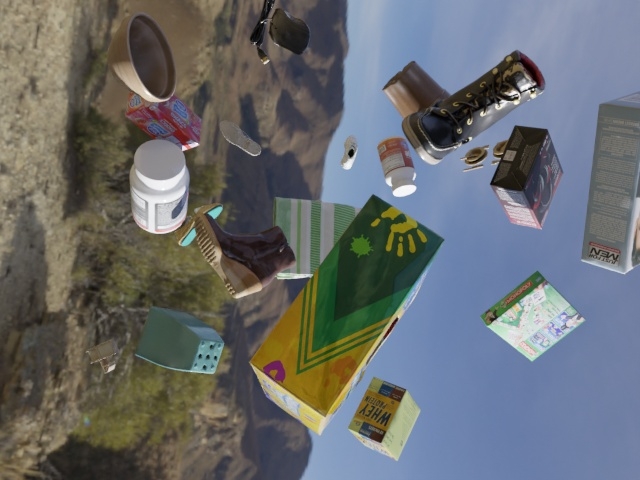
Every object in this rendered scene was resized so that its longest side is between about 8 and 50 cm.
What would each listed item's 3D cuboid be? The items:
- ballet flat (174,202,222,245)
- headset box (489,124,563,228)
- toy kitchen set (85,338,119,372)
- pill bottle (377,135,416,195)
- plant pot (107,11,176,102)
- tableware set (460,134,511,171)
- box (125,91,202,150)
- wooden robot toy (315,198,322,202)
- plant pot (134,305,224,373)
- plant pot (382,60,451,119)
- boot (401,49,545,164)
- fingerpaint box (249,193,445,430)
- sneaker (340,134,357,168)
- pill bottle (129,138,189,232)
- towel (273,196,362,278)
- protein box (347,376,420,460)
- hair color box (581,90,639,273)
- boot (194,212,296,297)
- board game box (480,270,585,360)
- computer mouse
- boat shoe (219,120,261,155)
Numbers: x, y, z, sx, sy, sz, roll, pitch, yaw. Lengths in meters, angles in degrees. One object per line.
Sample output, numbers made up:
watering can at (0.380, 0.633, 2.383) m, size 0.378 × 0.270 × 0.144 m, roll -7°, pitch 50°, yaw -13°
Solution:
ballet flat at (-0.454, -0.076, 2.333) m, size 0.232 × 0.073 × 0.080 m, roll -42°, pitch 159°, yaw 18°
headset box at (0.655, -0.187, 2.002) m, size 0.293 × 0.110 × 0.218 m, roll 42°, pitch 69°, yaw -50°
toy kitchen set at (-0.482, 0.265, 1.490) m, size 0.068 × 0.075 × 0.083 m, roll 67°, pitch 19°, yaw 0°
pill bottle at (0.300, -0.287, 2.477) m, size 0.121 × 0.121 × 0.216 m, roll 117°, pitch -36°, yaw -64°
plant pot at (-0.501, -0.489, 1.745) m, size 0.237 × 0.110 × 0.237 m, roll -8°, pitch 90°, yaw -72°
tableware set at (0.597, -0.318, 2.266) m, size 0.194 × 0.039 × 0.128 m, roll -11°, pitch -142°, yaw 36°
box at (-0.546, -0.432, 2.249) m, size 0.257 × 0.128 × 0.122 m, roll 42°, pitch 41°, yaw -51°
wooden robot toy at (0.048, -0.121, 2.863) m, size 0.173 × 0.079 × 0.076 m, roll 48°, pitch -33°, yaw 31°
plant pot at (-0.429, 0.328, 2.021) m, size 0.234 × 0.165 × 0.165 m, roll 15°, pitch -94°, yaw 38°
plant pot at (0.281, -0.426, 1.882) m, size 0.167 × 0.165 × 0.167 m, roll -42°, pitch -169°, yaw 10°
boot at (0.370, -0.319, 1.523) m, size 0.284 × 0.138 × 0.377 m, roll -34°, pitch 175°, yaw 32°
fingerpaint box at (0.048, 0.174, 1.258) m, size 0.371 × 0.163 × 0.445 m, roll -53°, pitch 169°, yaw -18°
sneaker at (0.115, -0.333, 2.343) m, size 0.061 × 0.054 × 0.152 m, roll 123°, pitch -18°, yaw -54°
pill bottle at (-0.587, -0.194, 2.334) m, size 0.363 × 0.210 × 0.210 m, roll 117°, pitch -17°, yaw -60°
towel at (0.000, 0.000, 2.011) m, size 0.038 × 0.325 × 0.247 m, roll -5°, pitch -98°, yaw 62°
protein box at (0.225, 0.619, 2.218) m, size 0.201 × 0.136 × 0.199 m, roll -60°, pitch 144°, yaw -22°
hair color box at (0.708, -0.134, 1.453) m, size 0.114 × 0.185 × 0.374 m, roll 23°, pitch -55°, yaw 46°
boot at (-0.195, 0.007, 1.661) m, size 0.090 × 0.207 × 0.248 m, roll -17°, pitch -77°, yaw 56°
board game box at (0.645, 0.234, 1.924) m, size 0.213 × 0.317 × 0.046 m, roll -42°, pitch -138°, yaw 14°
computer mouse at (-0.137, -0.599, 1.891) m, size 0.262 × 0.060 × 0.184 m, roll 52°, pitch -52°, yaw 35°
boat shoe at (-0.346, -0.434, 2.733) m, size 0.075 × 0.206 × 0.065 m, roll -53°, pitch -170°, yaw -2°
